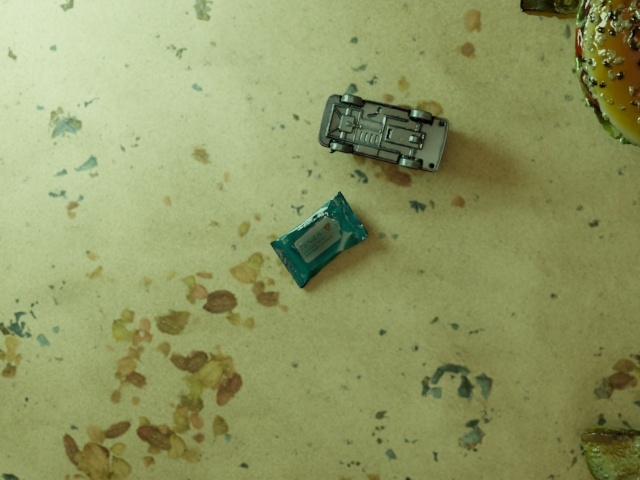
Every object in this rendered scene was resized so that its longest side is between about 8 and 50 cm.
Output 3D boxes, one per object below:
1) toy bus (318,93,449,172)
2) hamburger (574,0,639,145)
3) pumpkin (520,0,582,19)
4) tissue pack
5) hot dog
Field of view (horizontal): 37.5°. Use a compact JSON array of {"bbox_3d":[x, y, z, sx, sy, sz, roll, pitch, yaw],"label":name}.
[{"bbox_3d":[0.091,-0.152,1.352,0.178,0.098,0.087,14,95,6],"label":"toy bus"},{"bbox_3d":[0.476,-0.250,1.230,0.300,0.176,0.301,2,99,12],"label":"hamburger"},{"bbox_3d":[0.335,-0.349,1.335,0.101,0.035,0.073,6,78,10],"label":"pumpkin"},{"bbox_3d":[0.000,0.000,1.407,0.138,0.028,0.085,-36,82,14],"label":"tissue pack"},{"bbox_3d":[0.472,0.357,1.300,0.123,0.093,0.262,-39,70,17],"label":"hot dog"}]
